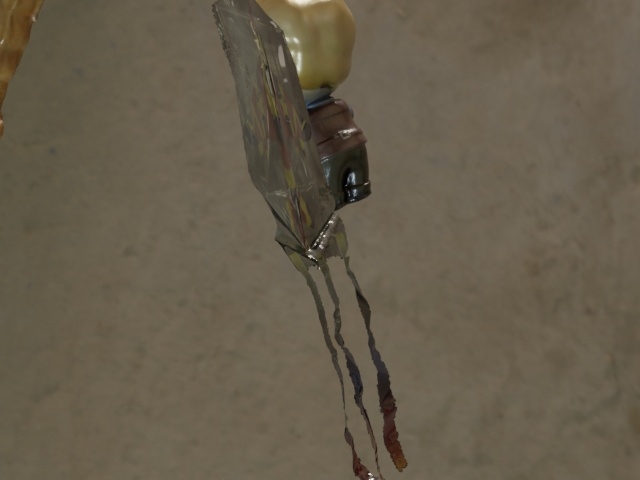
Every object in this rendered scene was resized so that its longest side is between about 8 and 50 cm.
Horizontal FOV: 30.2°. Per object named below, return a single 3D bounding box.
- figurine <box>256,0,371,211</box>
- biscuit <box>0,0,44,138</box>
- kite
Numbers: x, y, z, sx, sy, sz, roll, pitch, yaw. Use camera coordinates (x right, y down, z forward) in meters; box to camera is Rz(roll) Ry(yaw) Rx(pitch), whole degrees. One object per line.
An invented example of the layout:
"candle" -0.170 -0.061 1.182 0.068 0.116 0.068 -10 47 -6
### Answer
"figurine" -0.009 -0.123 1.009 0.108 0.114 0.196 8 117 60
"biscuit" -0.262 -0.109 0.824 0.250 0.035 0.162 -51 45 26
"kite" -0.001 0.000 0.551 0.015 0.141 0.245 -17 92 15
